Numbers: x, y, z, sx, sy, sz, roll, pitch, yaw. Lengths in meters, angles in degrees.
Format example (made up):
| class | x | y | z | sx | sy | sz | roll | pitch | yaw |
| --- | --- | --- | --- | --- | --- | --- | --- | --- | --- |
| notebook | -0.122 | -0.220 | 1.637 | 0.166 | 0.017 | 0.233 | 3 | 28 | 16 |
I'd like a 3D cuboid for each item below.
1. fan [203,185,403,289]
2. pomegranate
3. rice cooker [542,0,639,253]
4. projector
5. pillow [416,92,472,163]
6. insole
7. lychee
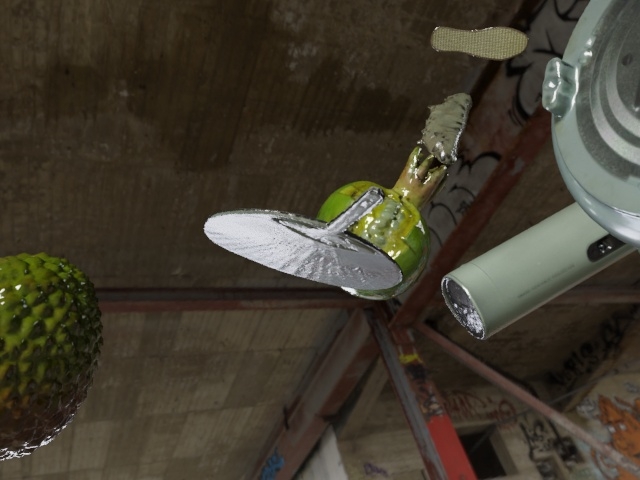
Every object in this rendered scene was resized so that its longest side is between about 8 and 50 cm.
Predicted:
| class | x | y | z | sx | sy | sz | roll | pitch | yaw |
| --- | --- | --- | --- | --- | --- | --- | --- | --- | --- |
| fan | 0.015 | 0.014 | 0.620 | 0.294 | 0.012 | 0.223 | -5 | -28 | 46 |
| pomegranate | 0.123 | -0.033 | 1.111 | 0.302 | 0.236 | 0.236 | -51 | -40 | -9 |
| rice cooker | 0.333 | -0.085 | 0.405 | 0.317 | 0.264 | 0.316 | -5 | -37 | -4 |
| projector | 0.342 | 0.018 | 0.849 | 0.338 | 0.108 | 0.108 | -28 | -39 | -8 |
| pillow | 0.266 | -0.249 | 1.271 | 0.093 | 0.241 | 0.051 | 10 | -39 | 16 |
| insole | 0.416 | -0.524 | 1.558 | 0.253 | 0.005 | 0.086 | 9 | -78 | 17 |
| lychee | -0.194 | 0.073 | 0.351 | 0.146 | 0.114 | 0.114 | -57 | -43 | -7 |
